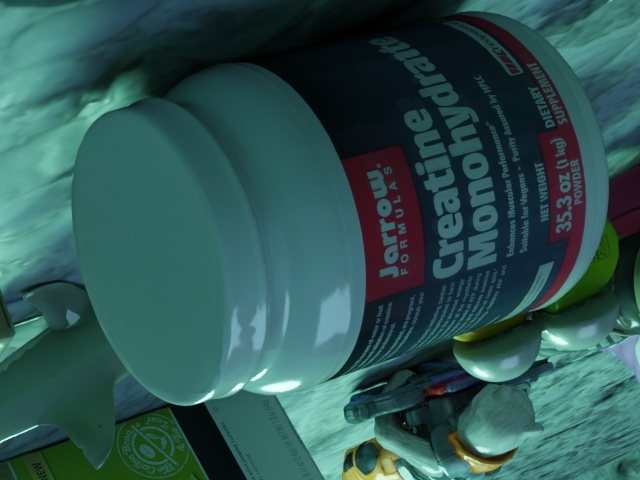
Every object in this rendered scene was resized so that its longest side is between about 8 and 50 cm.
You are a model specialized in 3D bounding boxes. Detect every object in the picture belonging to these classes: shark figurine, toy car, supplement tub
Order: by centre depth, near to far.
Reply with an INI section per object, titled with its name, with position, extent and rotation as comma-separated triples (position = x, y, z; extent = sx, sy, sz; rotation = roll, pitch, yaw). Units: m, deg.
[supplement tub]
position = 0.014, -0.021, 1.056
extent = 0.272, 0.191, 0.191
rotation = -17, 161, -33
[shark figurine]
position = -0.197, 0.131, 1.298
extent = 0.278, 0.116, 0.166
rotation = -40, 158, 12
[toy car]
position = 0.160, 0.020, 1.539
extent = 0.182, 0.159, 0.136
rotation = -20, -162, -16

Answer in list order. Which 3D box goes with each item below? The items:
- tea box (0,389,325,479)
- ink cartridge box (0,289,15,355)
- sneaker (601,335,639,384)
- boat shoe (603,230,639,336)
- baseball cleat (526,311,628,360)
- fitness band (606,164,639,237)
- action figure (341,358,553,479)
[tea box]
position = -0.186, 0.337, 1.737
extent = 0.323, 0.220, 0.329
rotation = -17, 154, -33
[ink cartridge box]
position = -0.312, 0.091, 1.079
extent = 0.193, 0.088, 0.235
rotation = -14, 159, -34
[sneaker]
position = 0.381, 0.132, 2.151
extent = 0.102, 0.161, 0.282
rotation = -29, 165, 3
[boat shoe]
position = 0.351, 0.025, 1.718
extent = 0.130, 0.132, 0.355
rotation = -3, 178, 35
[baseball cleat]
position = 0.271, 0.077, 1.774
extent = 0.206, 0.072, 0.109
rotation = -19, 180, -35
[fitness band]
position = 0.215, 0.014, 1.722
extent = 0.209, 0.054, 0.291
rotation = -11, 158, -45
[action figure]
position = 0.172, 0.221, 2.085
extent = 0.341, 0.178, 0.330
rotation = -17, 171, -24
